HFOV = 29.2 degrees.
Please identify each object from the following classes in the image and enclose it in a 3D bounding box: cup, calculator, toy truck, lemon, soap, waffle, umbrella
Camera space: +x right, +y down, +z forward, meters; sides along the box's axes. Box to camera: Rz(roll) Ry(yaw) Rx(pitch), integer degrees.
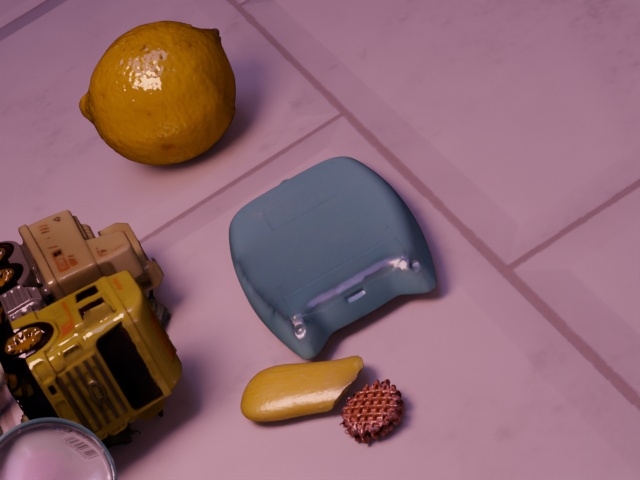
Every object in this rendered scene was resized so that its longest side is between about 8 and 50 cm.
[{"bbox_3d":[-0.324,0.317,1.440,0.299,0.173,0.168,4,58,-14],"label":"cup"},{"bbox_3d":[0.000,0.000,1.704,0.256,0.054,0.386,-30,32,-2],"label":"calculator"},{"bbox_3d":[-0.325,0.102,1.660,0.254,0.181,0.405,-32,31,-8],"label":"toy truck"},{"bbox_3d":[-0.261,-0.234,1.990,0.253,0.228,0.228,-25,38,17],"label":"lemon"},{"bbox_3d":[-0.022,0.186,1.529,0.168,0.033,0.089,-8,44,24],"label":"soap"},{"bbox_3d":[0.061,0.204,1.462,0.083,0.029,0.075,-33,35,-1],"label":"waffle"},{"bbox_3d":[-0.227,0.142,1.714,0.044,0.044,0.269,-3,48,-9],"label":"umbrella"}]

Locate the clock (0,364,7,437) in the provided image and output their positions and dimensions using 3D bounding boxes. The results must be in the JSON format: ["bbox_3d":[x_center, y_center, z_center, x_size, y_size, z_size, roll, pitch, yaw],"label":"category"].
[{"bbox_3d":[-0.526,0.211,1.729,0.199,0.146,0.243,-29,45,6],"label":"clock"}]

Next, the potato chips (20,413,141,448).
[{"bbox_3d":[-0.319,0.226,1.678,0.202,0.029,0.220,-27,35,3],"label":"potato chips"}]
